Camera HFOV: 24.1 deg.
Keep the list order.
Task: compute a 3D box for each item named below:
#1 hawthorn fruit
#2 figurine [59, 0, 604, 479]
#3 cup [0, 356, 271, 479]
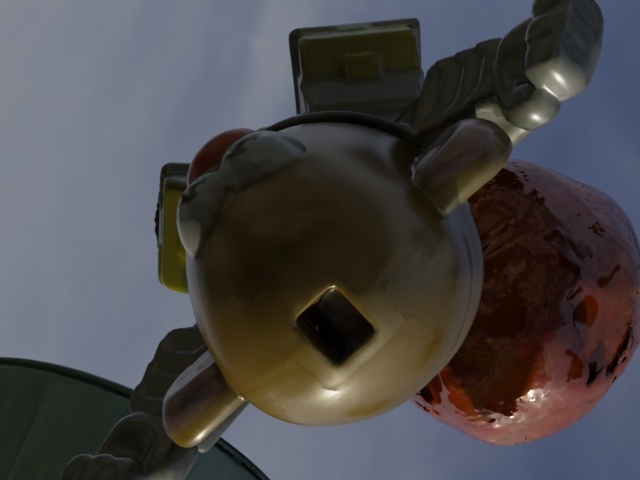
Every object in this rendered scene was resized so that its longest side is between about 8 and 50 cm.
[{"bbox_3d":[0.160,0.037,1.162,0.211,0.299,0.211,5,-80,28],"label":"hawthorn fruit"},{"bbox_3d":[0.002,0.000,0.769,0.285,0.167,0.342,-100,-148,-69],"label":"figurine"},{"bbox_3d":[-0.219,0.333,1.085,0.401,0.310,0.392,98,13,-55],"label":"cup"}]
